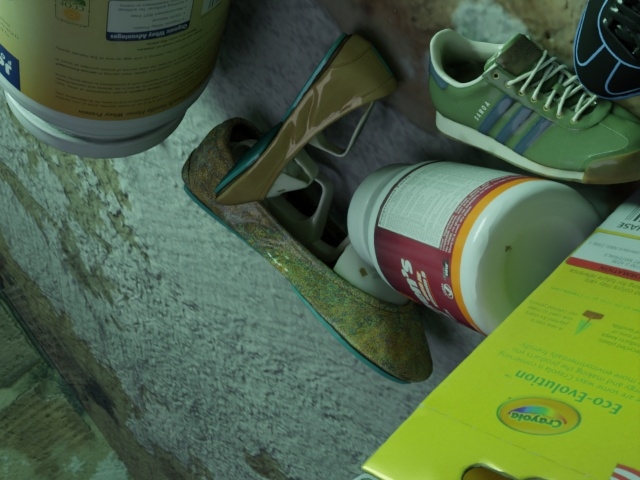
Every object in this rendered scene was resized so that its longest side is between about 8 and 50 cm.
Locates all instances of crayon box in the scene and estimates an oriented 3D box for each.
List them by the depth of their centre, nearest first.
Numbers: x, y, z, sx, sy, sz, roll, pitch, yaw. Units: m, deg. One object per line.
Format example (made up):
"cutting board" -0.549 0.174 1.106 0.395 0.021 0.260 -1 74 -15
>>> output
"crayon box" 0.202 0.086 0.528 0.202 0.319 0.081 16 135 47

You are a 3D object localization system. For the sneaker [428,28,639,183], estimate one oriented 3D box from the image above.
"sneaker" 0.148 -0.104 0.655 0.192 0.064 0.086 25 146 44

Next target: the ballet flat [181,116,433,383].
"ballet flat" 0.000 0.000 0.947 0.348 0.123 0.123 42 149 14

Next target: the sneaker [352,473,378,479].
"sneaker" 0.124 0.395 1.225 0.232 0.090 0.115 18 143 58

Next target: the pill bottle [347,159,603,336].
"pill bottle" 0.112 0.000 0.729 0.121 0.121 0.221 64 164 -20

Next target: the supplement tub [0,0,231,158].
"supplement tub" -0.192 -0.237 0.826 0.228 0.228 0.316 46 150 11

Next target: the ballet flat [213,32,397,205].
"ballet flat" -0.017 -0.088 0.841 0.073 0.080 0.232 40 129 -6

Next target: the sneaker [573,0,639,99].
"sneaker" 0.196 -0.150 0.514 0.081 0.090 0.232 45 149 13
